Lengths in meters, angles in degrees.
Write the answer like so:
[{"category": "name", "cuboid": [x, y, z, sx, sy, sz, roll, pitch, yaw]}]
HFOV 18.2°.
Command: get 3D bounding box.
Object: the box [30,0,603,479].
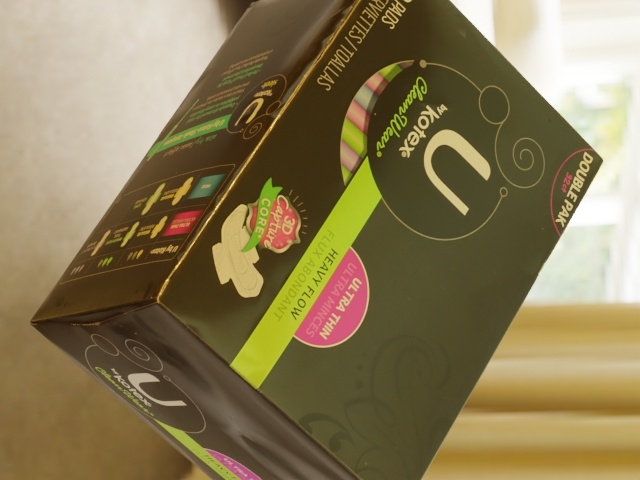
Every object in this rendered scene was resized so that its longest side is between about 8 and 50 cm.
[{"category": "box", "cuboid": [0.000, 0.000, 0.368, 0.062, 0.052, 0.083, 42, 63, -21]}]
